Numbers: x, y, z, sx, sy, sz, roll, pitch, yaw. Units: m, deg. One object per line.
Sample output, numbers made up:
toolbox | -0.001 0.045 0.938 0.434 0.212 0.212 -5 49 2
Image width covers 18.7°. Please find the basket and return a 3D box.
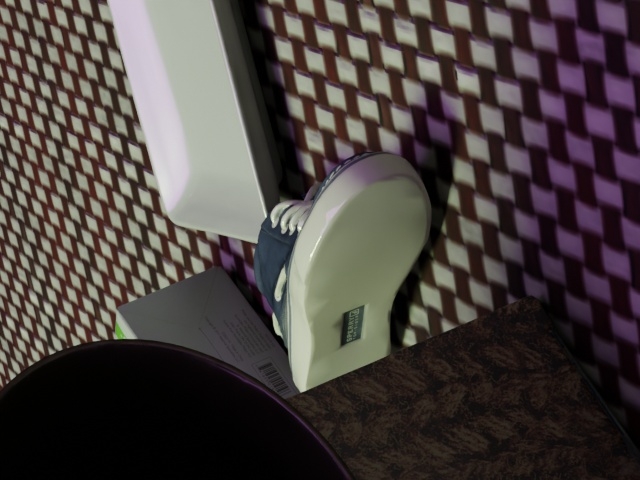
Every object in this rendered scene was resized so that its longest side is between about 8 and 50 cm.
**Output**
basket | -0.065 0.182 0.808 0.204 0.154 0.227 57 156 27

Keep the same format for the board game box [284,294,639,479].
board game box | 0.065 0.211 0.907 0.232 0.141 0.291 57 153 24

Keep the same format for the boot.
boot | 0.000 0.000 0.962 0.086 0.069 0.190 61 156 30

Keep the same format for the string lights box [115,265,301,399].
string lights box | -0.069 0.154 1.211 0.133 0.077 0.259 52 150 30

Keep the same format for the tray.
tray | -0.079 -0.133 1.065 0.145 0.030 0.270 11 119 61
